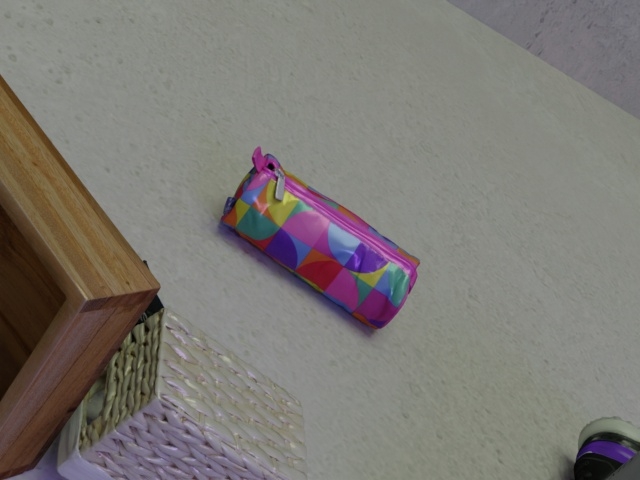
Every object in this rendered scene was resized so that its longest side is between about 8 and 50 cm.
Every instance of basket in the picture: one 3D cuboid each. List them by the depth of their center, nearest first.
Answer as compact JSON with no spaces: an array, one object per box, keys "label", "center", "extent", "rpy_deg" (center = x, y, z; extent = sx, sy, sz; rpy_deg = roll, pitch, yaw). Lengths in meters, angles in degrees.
[{"label":"basket","center":[-0.098,0.146,0.780],"extent":[0.167,0.103,0.113],"rpy_deg":[38,25,-28]}]

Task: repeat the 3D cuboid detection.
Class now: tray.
[{"label":"tray","center":[-0.298,-0.043,0.762],"extent":[0.411,0.203,0.076],"rpy_deg":[49,29,20]}]

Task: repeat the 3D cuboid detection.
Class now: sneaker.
[{"label":"sneaker","center":[0.395,0.332,1.123],"extent":[0.293,0.102,0.146],"rpy_deg":[35,32,5]}]

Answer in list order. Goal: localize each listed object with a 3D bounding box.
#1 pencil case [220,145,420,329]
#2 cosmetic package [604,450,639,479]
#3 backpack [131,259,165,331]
[{"label":"pencil case","center":[0.000,0.000,1.151],"extent":[0.236,0.104,0.104],"rpy_deg":[35,28,-7]},{"label":"cosmetic package","center":[0.257,0.317,0.857],"extent":[0.156,0.217,0.385],"rpy_deg":[45,28,12]},{"label":"backpack","center":[-0.193,0.065,0.847],"extent":[0.114,0.084,0.105],"rpy_deg":[12,36,-47]}]
